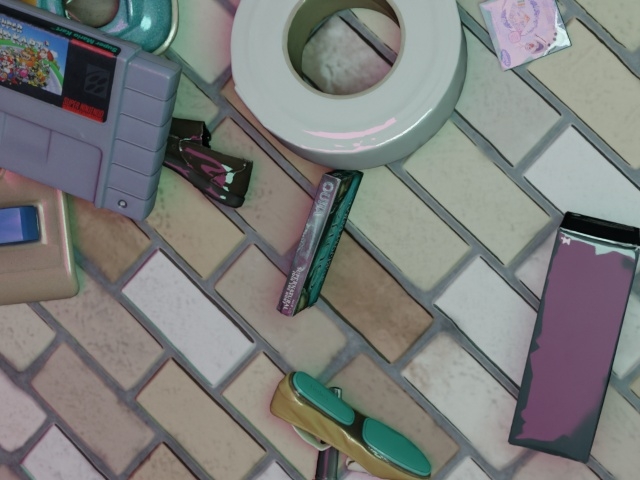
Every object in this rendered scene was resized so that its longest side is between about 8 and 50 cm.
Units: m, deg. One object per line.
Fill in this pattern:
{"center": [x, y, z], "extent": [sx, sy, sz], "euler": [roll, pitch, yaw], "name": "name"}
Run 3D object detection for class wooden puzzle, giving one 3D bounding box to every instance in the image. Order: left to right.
{"center": [-0.510, -0.073, 1.833], "extent": [0.322, 0.080, 0.347], "euler": [-6, 95, 15], "name": "wooden puzzle"}

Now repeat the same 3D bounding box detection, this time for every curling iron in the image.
{"center": [-0.007, 0.328, 1.768], "extent": [0.068, 0.035, 0.274], "euler": [15, 100, 13], "name": "curling iron"}

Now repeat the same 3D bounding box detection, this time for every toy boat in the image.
{"center": [-0.336, -0.358, 1.707], "extent": [0.267, 0.148, 0.318], "euler": [-16, 90, 8], "name": "toy boat"}

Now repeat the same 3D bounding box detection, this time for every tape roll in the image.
{"center": [0.035, -0.232, 1.619], "extent": [0.286, 0.100, 0.286], "euler": [-2, 81, 10], "name": "tape roll"}

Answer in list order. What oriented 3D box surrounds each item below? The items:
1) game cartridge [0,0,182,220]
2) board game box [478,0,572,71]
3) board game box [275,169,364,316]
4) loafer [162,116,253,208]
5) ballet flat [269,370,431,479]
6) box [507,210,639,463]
{"center": [-0.362, -0.183, 1.683], "extent": [0.355, 0.068, 0.230], "euler": [20, 127, 7], "name": "game cartridge"}
{"center": [0.253, -0.267, 1.634], "extent": [0.090, 0.020, 0.090], "euler": [-19, 92, 16], "name": "board game box"}
{"center": [0.000, 0.000, 1.680], "extent": [0.026, 0.126, 0.186], "euler": [22, 102, 11], "name": "board game box"}
{"center": [-0.179, -0.128, 1.745], "extent": [0.220, 0.080, 0.078], "euler": [33, 94, 4], "name": "loafer"}
{"center": [0.036, 0.256, 1.721], "extent": [0.232, 0.080, 0.073], "euler": [36, 116, -3], "name": "ballet flat"}
{"center": [0.306, 0.110, 1.580], "extent": [0.103, 0.184, 0.261], "euler": [14, 101, 14], "name": "box"}
